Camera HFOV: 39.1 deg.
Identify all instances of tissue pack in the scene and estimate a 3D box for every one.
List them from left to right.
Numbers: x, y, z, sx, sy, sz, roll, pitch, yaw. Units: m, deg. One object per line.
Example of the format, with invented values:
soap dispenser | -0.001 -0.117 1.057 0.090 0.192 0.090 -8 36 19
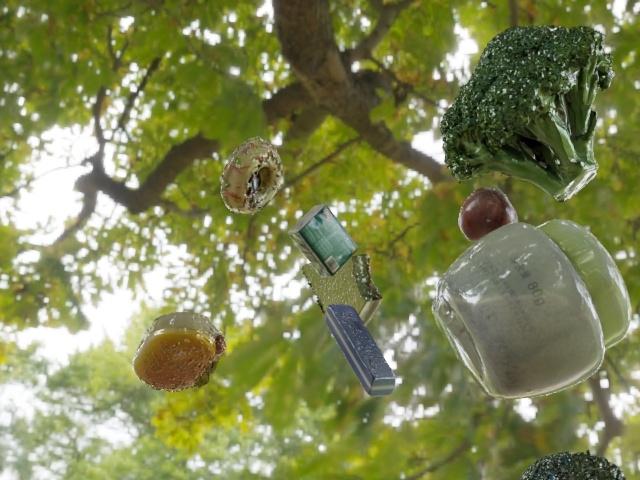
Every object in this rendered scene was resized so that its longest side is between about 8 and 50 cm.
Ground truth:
tissue pack | 0.000 0.001 1.700 0.111 0.085 0.079 53 -26 -17

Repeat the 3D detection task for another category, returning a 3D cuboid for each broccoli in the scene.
broccoli | 0.293 -0.176 1.233 0.261 0.242 0.269 -38 -18 25
broccoli | 0.384 0.398 1.369 0.167 0.154 0.160 -22 -76 -1

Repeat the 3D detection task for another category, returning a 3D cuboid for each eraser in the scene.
eraser | 0.084 0.232 1.926 0.082 0.225 0.036 8 -50 -46

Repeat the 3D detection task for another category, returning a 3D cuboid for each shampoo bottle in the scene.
shampoo bottle | 0.386 0.130 1.683 0.317 0.322 0.322 -25 -29 -11

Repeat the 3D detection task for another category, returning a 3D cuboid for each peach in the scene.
peach | 0.427 -0.066 2.300 0.152 0.152 0.152 2 -31 1

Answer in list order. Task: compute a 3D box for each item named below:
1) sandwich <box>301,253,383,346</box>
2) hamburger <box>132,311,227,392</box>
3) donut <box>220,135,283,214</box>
sandwich | 0.057 0.093 2.139 0.063 0.245 0.212 -6 -37 -32
hamburger | -0.287 0.232 1.840 0.173 0.116 0.210 11 -39 -32
donut | -0.142 -0.133 1.922 0.068 0.175 0.175 25 -22 26
